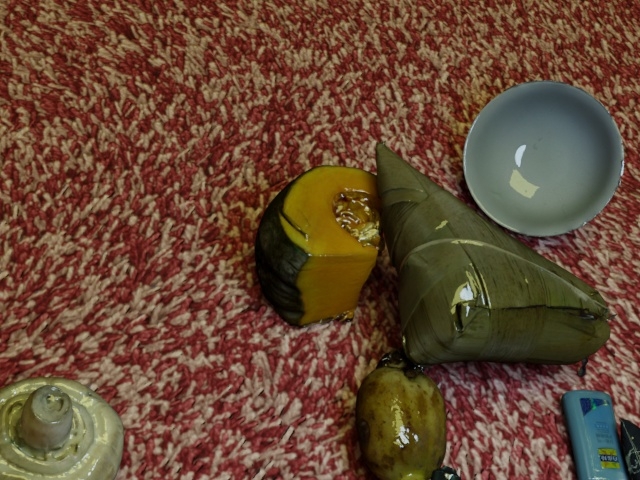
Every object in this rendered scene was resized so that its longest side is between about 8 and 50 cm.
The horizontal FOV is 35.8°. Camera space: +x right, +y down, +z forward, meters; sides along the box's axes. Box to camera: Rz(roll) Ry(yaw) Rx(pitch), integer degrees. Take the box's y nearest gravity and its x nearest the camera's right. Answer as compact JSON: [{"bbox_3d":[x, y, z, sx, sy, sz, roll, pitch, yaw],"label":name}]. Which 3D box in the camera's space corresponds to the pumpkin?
[{"bbox_3d":[0.000,0.000,1.977,0.256,0.225,0.303,16,46,-6],"label":"pumpkin"}]

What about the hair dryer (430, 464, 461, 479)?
[{"bbox_3d":[0.130,0.509,1.641,0.244,0.116,0.302,18,72,0],"label":"hair dryer"}]

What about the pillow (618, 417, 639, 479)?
[{"bbox_3d":[0.611,0.441,1.845,0.055,0.141,0.208,-23,52,17],"label":"pillow"}]

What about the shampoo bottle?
[{"bbox_3d":[0.530,0.411,1.882,0.103,0.061,0.258,7,53,-14],"label":"shampoo bottle"}]

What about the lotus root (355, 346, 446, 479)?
[{"bbox_3d":[0.145,0.338,1.794,0.169,0.141,0.314,16,51,-21],"label":"lotus root"}]

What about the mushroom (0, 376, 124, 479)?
[{"bbox_3d":[-0.448,0.328,1.609,0.260,0.234,0.254,-31,69,-31],"label":"mushroom"}]

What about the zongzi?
[{"bbox_3d":[0.363,0.017,1.932,0.500,0.218,0.467,6,61,-27],"label":"zongzi"}]

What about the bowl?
[{"bbox_3d":[0.501,-0.180,2.225,0.345,0.157,0.346,0,91,15],"label":"bowl"}]
